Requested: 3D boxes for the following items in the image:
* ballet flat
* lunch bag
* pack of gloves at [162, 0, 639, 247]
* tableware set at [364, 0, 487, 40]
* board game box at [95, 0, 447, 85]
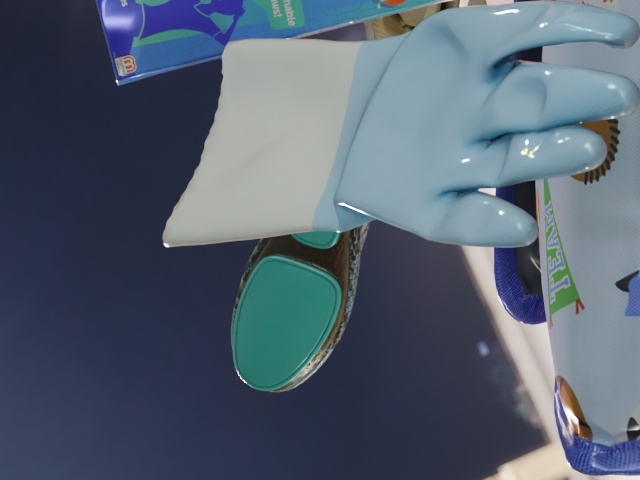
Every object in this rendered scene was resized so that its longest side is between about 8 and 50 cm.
[{"bbox_3d":[0.000,0.000,0.991,0.070,0.070,0.188,-110,34,-52],"label":"ballet flat"},{"bbox_3d":[0.219,-0.079,0.975,0.385,0.239,0.328,-66,-21,-74],"label":"lunch bag"},{"bbox_3d":[0.024,-0.094,0.567,0.046,0.195,0.232,27,166,-32],"label":"pack of gloves"},{"bbox_3d":[0.073,-0.134,1.363,0.039,0.128,0.194,16,-125,-39],"label":"tableware set"},{"bbox_3d":[-0.036,-0.192,1.022,0.047,0.210,0.160,-159,53,-83],"label":"board game box"}]
